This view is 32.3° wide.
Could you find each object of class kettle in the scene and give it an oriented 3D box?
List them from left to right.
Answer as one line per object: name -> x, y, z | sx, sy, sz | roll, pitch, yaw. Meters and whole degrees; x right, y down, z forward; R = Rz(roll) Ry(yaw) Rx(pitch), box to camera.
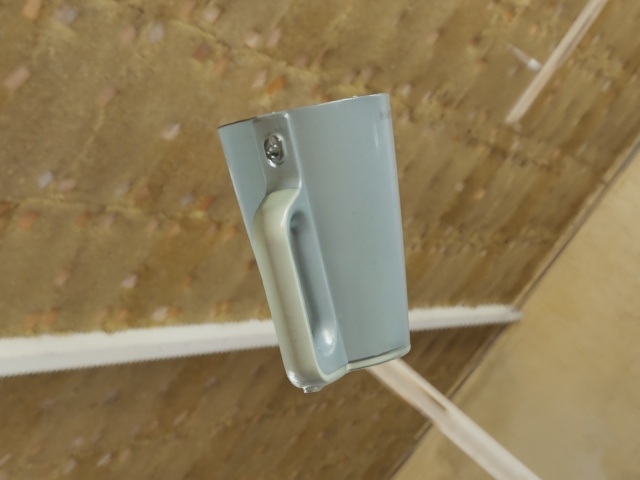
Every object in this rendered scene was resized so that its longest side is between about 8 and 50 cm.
kettle -> 0.000, 0.000, 0.995 | 0.159, 0.243, 0.210 | -10, 3, 17
